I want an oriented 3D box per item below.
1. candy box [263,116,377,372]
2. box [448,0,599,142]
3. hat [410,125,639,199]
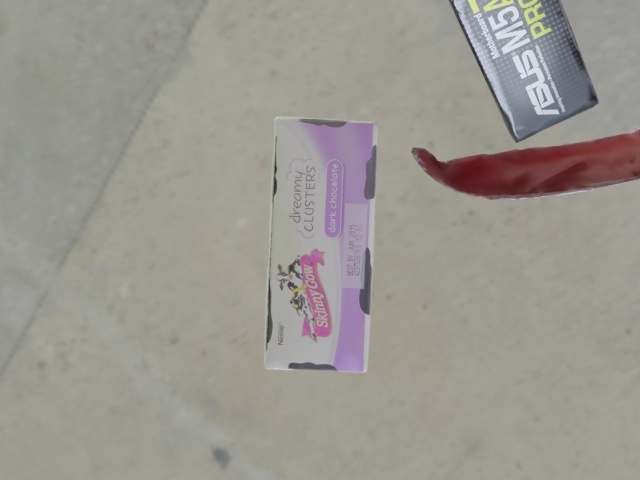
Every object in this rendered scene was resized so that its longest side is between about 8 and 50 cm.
[{"bbox_3d":[0.000,0.000,1.082,0.070,0.196,0.165,3,93,0],"label":"candy box"},{"bbox_3d":[0.076,-0.224,0.963,0.060,0.216,0.270,-26,47,8],"label":"box"},{"bbox_3d":[0.182,-0.010,0.366,0.208,0.183,0.173,-17,106,57],"label":"hat"}]
